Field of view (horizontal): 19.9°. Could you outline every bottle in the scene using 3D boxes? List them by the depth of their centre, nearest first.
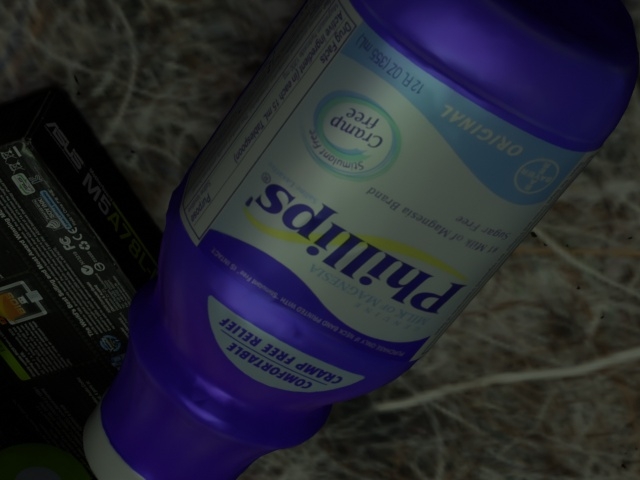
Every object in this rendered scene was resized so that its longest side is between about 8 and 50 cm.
[{"bbox_3d":[0.000,0.000,0.708,0.118,0.092,0.283,30,122,-14],"label":"bottle"}]

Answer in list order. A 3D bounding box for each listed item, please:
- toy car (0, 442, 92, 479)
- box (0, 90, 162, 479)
[{"bbox_3d":[-0.208,0.153,0.770,0.149,0.188,0.155,45,139,24],"label":"toy car"},{"bbox_3d":[-0.149,0.039,0.835,0.184,0.045,0.191,-16,123,29],"label":"box"}]
